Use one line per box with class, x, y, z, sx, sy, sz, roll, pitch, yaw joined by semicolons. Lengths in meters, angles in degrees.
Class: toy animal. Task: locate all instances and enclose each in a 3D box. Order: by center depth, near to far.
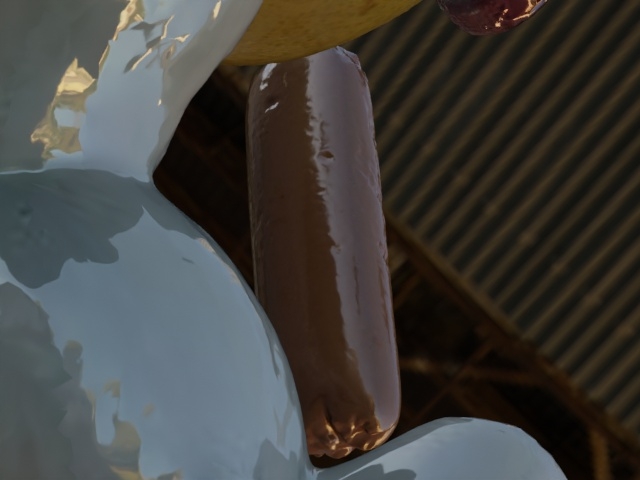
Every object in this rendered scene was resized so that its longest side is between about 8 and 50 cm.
toy animal;-0.069;0.002;0.467;0.183;0.247;0.310;56;21;-75

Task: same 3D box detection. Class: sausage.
sausage;-0.001;0.000;1.101;0.086;0.086;0.289;127;-36;-51

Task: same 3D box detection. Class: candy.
candy;0.132;-0.196;1.311;0.103;0.103;0.043;-6;-40;47

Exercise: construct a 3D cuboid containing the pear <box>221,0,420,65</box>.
pear;-0.033;-0.234;0.833;0.314;0.314;0.314;26;-44;28
